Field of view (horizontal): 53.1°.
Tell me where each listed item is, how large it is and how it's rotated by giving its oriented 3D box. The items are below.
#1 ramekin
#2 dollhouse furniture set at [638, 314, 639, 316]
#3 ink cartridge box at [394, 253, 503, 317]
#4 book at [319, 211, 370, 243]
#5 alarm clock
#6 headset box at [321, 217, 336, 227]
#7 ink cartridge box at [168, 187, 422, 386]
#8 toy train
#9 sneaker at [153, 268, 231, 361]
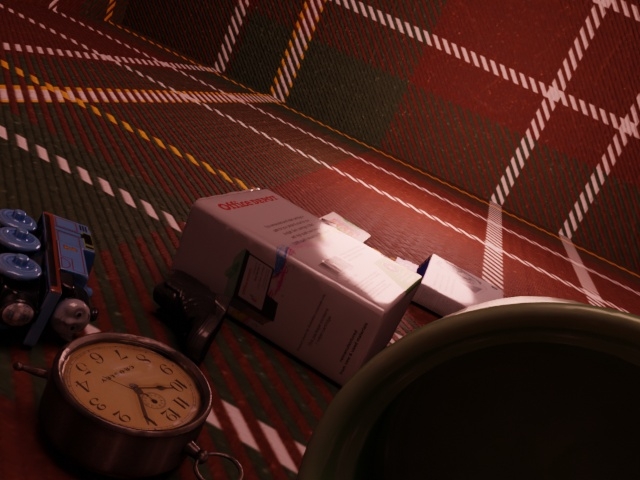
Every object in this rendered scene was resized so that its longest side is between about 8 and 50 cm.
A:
[{"bbox_3d":[0.145,0.180,0.423,0.303,0.303,0.148,28,11,12],"label":"ramekin"},{"bbox_3d":[0.259,0.107,0.611,0.303,0.355,0.174,18,35,-17],"label":"dollhouse furniture set"},{"bbox_3d":[0.238,0.089,1.209,0.224,0.045,0.223,26,18,7],"label":"ink cartridge box"},{"bbox_3d":[0.042,-0.013,1.281,0.096,0.035,0.144,31,17,8],"label":"book"},{"bbox_3d":[-0.143,0.143,0.517,0.192,0.064,0.129,28,17,20],"label":"alarm clock"},{"bbox_3d":[0.000,0.000,1.127,0.032,0.062,0.083,25,17,1],"label":"headset box"},{"bbox_3d":[-0.028,0.048,0.858,0.278,0.117,0.201,30,18,15],"label":"ink cartridge box"},{"bbox_3d":[-0.281,0.032,0.643,0.105,0.080,0.184,20,17,-34],"label":"toy train"},{"bbox_3d":[-0.154,0.079,0.722,0.089,0.051,0.170,23,13,-3],"label":"sneaker"}]
